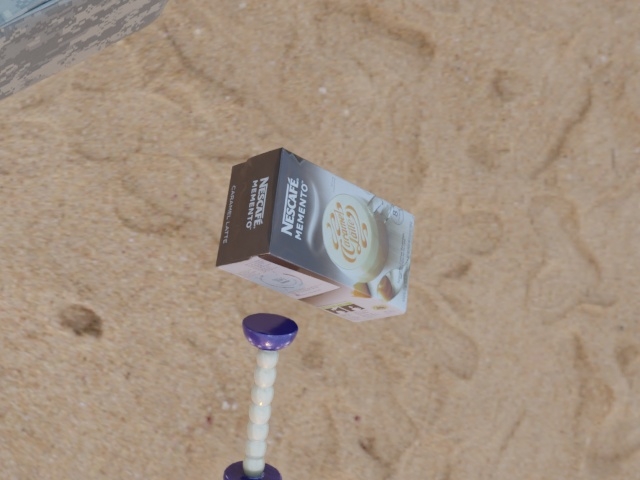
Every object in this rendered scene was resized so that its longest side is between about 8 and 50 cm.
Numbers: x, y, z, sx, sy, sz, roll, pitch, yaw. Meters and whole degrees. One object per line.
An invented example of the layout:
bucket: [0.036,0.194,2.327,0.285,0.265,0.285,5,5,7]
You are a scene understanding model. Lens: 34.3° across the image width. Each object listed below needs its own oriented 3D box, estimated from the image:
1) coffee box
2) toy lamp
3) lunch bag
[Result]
coffee box: [0.000,0.000,1.307,0.246,0.098,0.141,23,64,-40]
toy lamp: [-0.077,0.232,1.303,0.080,0.080,0.275,-6,112,-32]
lunch bag: [-0.339,-0.328,1.134,0.305,0.212,0.256,-35,86,-22]
